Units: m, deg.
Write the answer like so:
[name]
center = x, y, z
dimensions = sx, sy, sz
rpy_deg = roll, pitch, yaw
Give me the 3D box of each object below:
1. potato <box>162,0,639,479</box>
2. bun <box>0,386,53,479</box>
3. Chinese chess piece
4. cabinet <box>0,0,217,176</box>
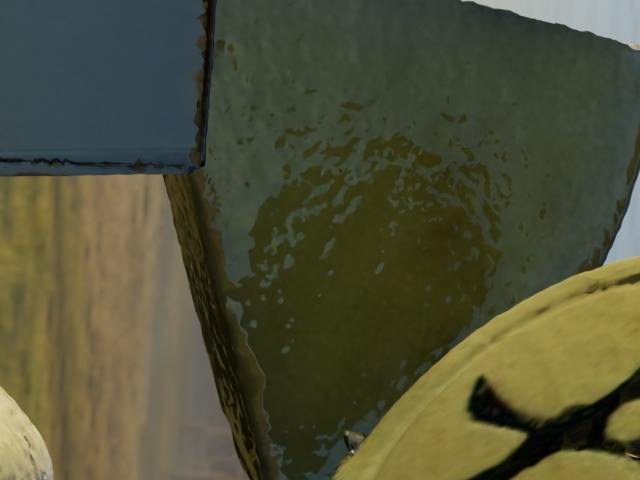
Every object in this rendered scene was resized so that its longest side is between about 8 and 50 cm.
[potato]
center = 0.000, 0.000, 0.858
dimensions = 0.112, 0.269, 0.255
rpy_deg = -149, -108, -75
[bun]
center = -0.291, 0.145, 1.098
dimensions = 0.244, 0.244, 0.153
rpy_deg = -123, -166, -87
[Chinese chess piece]
center = 0.101, 0.105, 0.647
dimensions = 0.092, 0.238, 0.238
rpy_deg = 51, 18, -24
[cabinet]
center = -0.130, -0.114, 0.407
dimensions = 0.150, 0.206, 0.145
rpy_deg = -105, -163, -51
